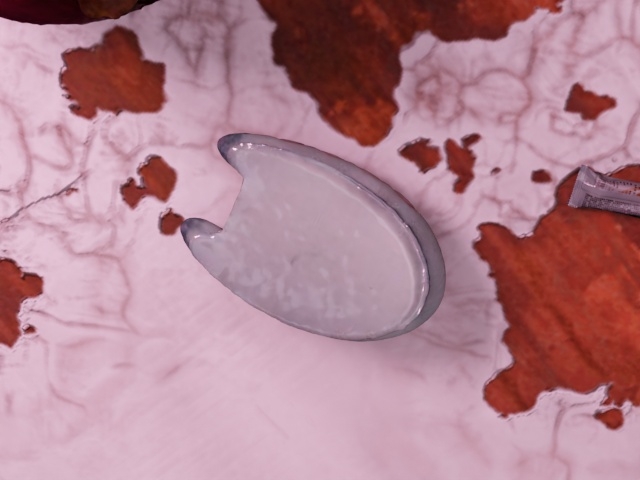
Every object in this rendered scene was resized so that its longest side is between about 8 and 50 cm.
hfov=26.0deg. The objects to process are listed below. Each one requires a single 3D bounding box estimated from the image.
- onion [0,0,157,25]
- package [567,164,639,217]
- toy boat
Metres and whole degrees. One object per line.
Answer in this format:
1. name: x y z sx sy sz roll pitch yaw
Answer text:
1. onion: -0.188 -0.282 0.806 0.348 0.385 0.347 6 110 18
2. package: 0.247 -0.031 1.065 0.110 0.015 0.037 11 109 -3
3. toy boat: 0.000 0.000 1.069 0.208 0.079 0.134 25 102 5
